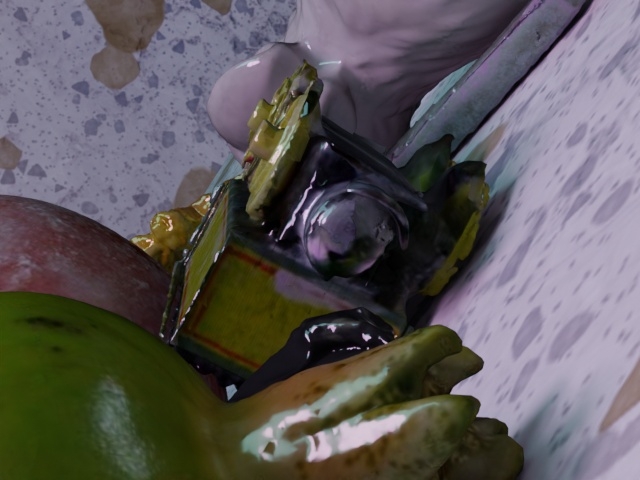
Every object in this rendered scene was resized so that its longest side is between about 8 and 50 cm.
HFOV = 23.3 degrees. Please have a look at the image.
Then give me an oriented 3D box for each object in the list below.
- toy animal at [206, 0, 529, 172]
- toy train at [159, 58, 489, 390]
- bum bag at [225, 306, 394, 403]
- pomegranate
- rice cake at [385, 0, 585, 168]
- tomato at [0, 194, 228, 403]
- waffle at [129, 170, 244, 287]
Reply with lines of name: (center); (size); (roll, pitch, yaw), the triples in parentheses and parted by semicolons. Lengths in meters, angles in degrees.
toy animal: (0.041, -0.150, 1.094); (0.357, 0.194, 0.258); (-61, -6, 31)
toy train: (0.000, 0.000, 0.913); (0.177, 0.134, 0.261); (-62, 7, 7)
bum bag: (-0.073, 0.171, 0.785); (0.340, 0.095, 0.144); (-46, 14, 20)
pomegranate: (-0.073, 0.114, 0.595); (0.301, 0.236, 0.236); (-29, 12, 5)
rice cake: (0.103, -0.099, 1.020); (0.207, 0.033, 0.033); (-48, 13, 42)
tomato: (-0.216, 0.126, 1.044); (0.317, 0.316, 0.282); (-52, 0, 28)
waffle: (-0.110, 0.000, 1.523); (0.253, 0.056, 0.249); (-35, -11, -10)
